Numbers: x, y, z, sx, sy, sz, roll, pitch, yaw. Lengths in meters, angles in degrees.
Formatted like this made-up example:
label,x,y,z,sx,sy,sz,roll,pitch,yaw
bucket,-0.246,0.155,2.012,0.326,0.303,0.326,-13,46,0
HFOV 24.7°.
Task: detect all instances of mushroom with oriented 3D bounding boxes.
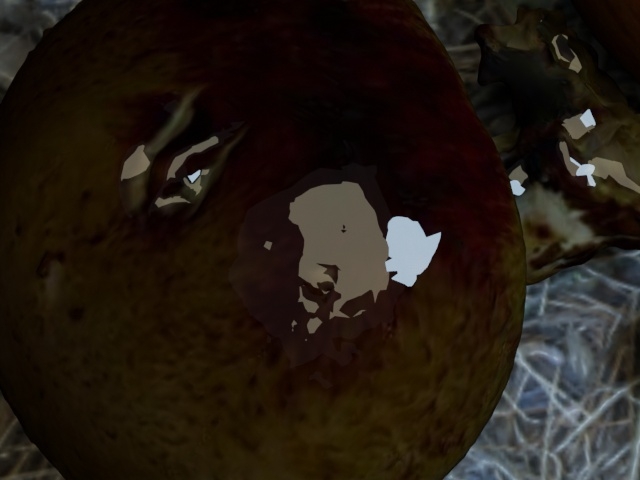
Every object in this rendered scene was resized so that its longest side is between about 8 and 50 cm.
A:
label,x,y,z,sx,sy,sz,roll,pitch,yaw
mushroom,-0.015,-0.016,0.822,0.334,0.356,0.331,-41,82,28

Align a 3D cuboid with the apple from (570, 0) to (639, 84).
label,x,y,z,sx,sy,sz,roll,pitch,yaw
apple,0.247,-0.221,0.830,0.301,0.301,0.302,0,77,-2
